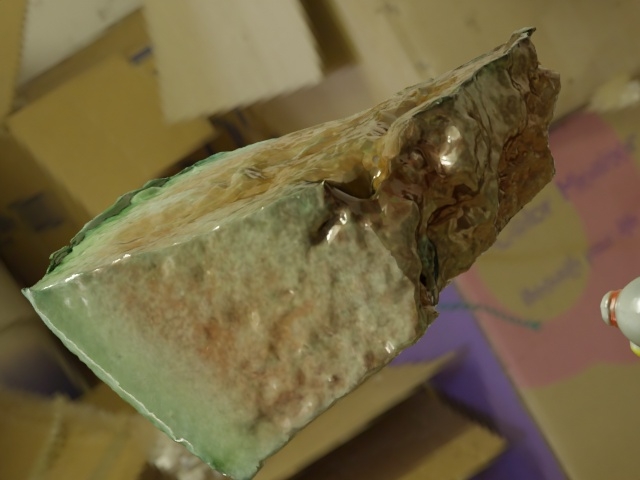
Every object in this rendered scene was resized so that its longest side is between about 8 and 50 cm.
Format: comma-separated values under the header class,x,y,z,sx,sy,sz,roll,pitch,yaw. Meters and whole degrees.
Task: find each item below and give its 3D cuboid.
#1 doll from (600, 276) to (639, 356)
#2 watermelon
class,x,y,z,sx,sy,sz,roll,pitch,yaw
doll,0.296,0.057,1.432,0.142,0.076,0.245,4,5,20
watermelon,0.001,0.015,1.098,0.302,0.151,0.264,-18,15,31
